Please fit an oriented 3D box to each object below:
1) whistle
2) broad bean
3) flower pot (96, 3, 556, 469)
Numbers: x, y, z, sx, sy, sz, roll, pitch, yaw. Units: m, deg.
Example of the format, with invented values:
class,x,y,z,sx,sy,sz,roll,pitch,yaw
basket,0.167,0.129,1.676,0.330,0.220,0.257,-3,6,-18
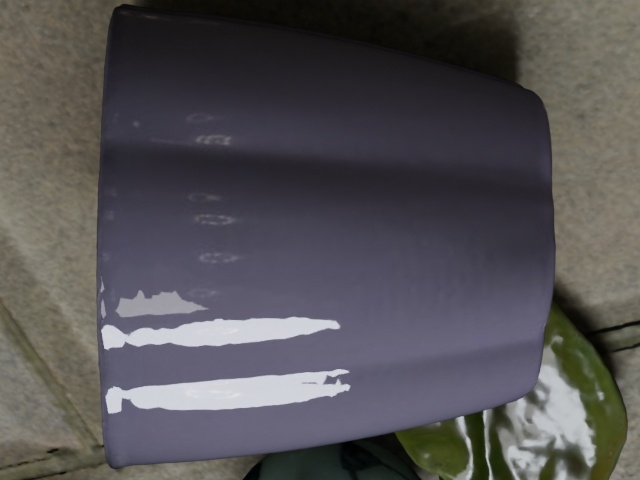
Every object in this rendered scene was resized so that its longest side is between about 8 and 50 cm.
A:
class,x,y,z,sx,sy,sz,roll,pitch,yaw
whistle,0.016,0.218,1.250,0.163,0.163,0.289,-2,163,14
broad bean,0.121,0.114,1.170,0.153,0.072,0.206,-10,124,5
flower pot,0.000,0.000,1.012,0.243,0.265,0.265,2,129,-5
